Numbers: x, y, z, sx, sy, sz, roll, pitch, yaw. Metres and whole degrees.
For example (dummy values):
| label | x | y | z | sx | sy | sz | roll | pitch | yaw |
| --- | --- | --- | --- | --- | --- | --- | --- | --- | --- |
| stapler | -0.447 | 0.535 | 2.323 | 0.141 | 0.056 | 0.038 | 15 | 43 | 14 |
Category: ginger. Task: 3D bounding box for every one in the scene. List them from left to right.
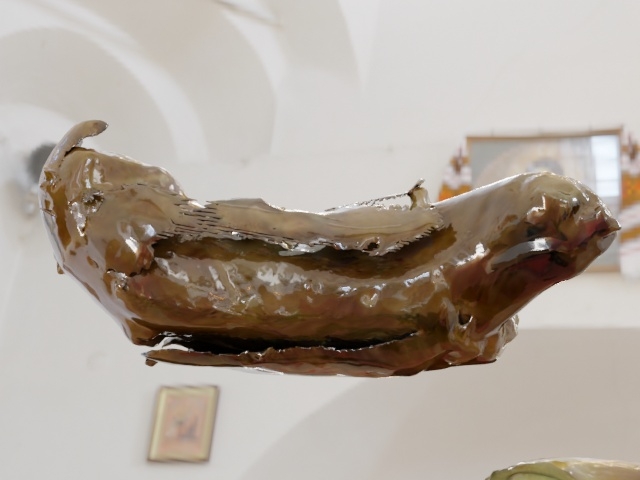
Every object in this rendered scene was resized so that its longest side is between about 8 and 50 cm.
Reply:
| label | x | y | z | sx | sy | sz | roll | pitch | yaw |
| --- | --- | --- | --- | --- | --- | --- | --- | --- | --- |
| ginger | -0.005 | 0.013 | 0.710 | 0.309 | 0.133 | 0.107 | 7 | 9 | 4 |

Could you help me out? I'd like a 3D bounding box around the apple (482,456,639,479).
| label | x | y | z | sx | sy | sz | roll | pitch | yaw |
| --- | --- | --- | --- | --- | --- | --- | --- | --- | --- |
| apple | 0.185 | 0.331 | 1.014 | 0.254 | 0.346 | 0.179 | 14 | 1 | 0 |
